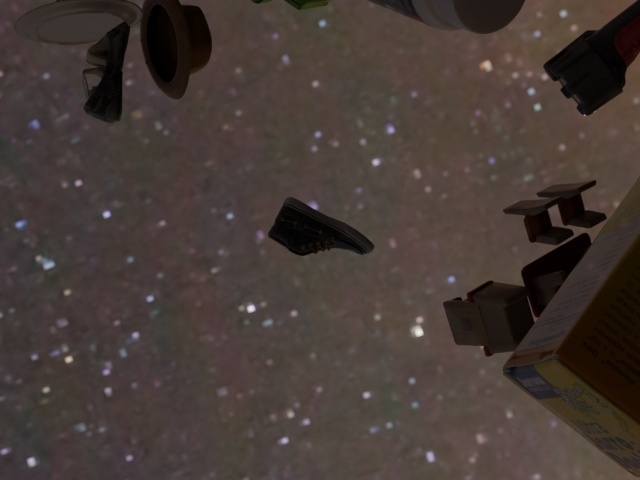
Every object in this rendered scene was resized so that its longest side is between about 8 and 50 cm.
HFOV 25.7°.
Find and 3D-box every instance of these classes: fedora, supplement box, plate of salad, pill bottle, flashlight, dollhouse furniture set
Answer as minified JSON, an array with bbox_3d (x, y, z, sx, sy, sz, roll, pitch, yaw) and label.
[{"bbox_3d":[-0.237,-0.337,2.370,0.079,0.194,0.194,-17,-94,-30],"label":"fedora"},{"bbox_3d":[0.384,0.047,1.450,0.195,0.356,0.194,38,168,-1],"label":"supplement box"},{"bbox_3d":[-0.375,-0.349,2.179,0.200,0.199,0.048,9,-111,-61],"label":"plate of salad"},{"bbox_3d":[0.166,-0.399,2.060,0.161,0.161,0.283,47,173,-37],"label":"pill bottle"},{"bbox_3d":[0.438,-0.275,1.782,0.103,0.304,0.103,51,-175,-10],"label":"flashlight"},{"bbox_3d":[0.323,0.071,2.081,0.259,0.135,0.262,-25,-76,-33],"label":"dollhouse furniture set"}]

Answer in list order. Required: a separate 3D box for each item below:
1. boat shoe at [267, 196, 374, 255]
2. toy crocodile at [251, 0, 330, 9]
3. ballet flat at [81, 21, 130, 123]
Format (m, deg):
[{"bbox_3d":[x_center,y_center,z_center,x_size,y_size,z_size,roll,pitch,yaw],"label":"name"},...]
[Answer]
[{"bbox_3d":[0.000,0.000,2.487,0.083,0.183,0.065,-60,-13,-12],"label":"boat shoe"},{"bbox_3d":[-0.098,-0.490,2.424,0.115,0.105,0.340,-13,-141,-33],"label":"toy crocodile"},{"bbox_3d":[-0.317,-0.255,2.069,0.070,0.070,0.188,44,-147,-41],"label":"ballet flat"}]
